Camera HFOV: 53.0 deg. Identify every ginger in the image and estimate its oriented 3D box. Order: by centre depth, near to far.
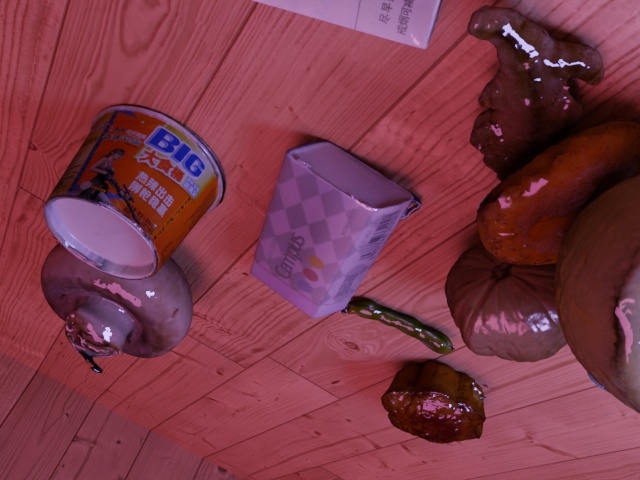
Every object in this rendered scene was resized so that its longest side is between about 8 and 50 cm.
[{"bbox_3d":[0.283,-0.175,0.858,0.166,0.080,0.333,-8,136,8],"label":"ginger"}]

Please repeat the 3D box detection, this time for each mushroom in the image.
[{"bbox_3d":[-0.478,0.149,1.474,0.362,0.294,0.362,16,143,13],"label":"mushroom"}]

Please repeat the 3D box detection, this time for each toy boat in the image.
[{"bbox_3d":[0.142,-0.052,1.116,0.038,0.038,0.083,34,141,-14],"label":"toy boat"}]

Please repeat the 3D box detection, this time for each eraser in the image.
[{"bbox_3d":[0.000,-0.001,1.196,0.213,0.082,0.397,34,144,8],"label":"eraser"}]

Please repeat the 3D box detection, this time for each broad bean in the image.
[{"bbox_3d":[0.170,0.181,1.379,0.256,0.052,0.052,22,-179,3],"label":"broad bean"}]

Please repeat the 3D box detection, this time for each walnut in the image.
[{"bbox_3d":[0.319,0.102,1.077,0.228,0.228,0.228,14,143,11],"label":"walnut"}]

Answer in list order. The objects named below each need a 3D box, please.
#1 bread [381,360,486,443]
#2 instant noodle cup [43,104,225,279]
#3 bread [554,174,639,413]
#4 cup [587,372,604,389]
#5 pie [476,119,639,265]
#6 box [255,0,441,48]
[{"bbox_3d":[0.281,0.393,1.511,0.232,0.135,0.246,-8,133,34],"label":"bread"},{"bbox_3d":[-0.352,-0.076,1.197,0.296,0.214,0.296,14,142,12],"label":"instant noodle cup"},{"bbox_3d":[0.446,0.068,0.788,0.321,0.237,0.320,4,116,8],"label":"bread"},{"bbox_3d":[0.530,0.149,1.046,0.167,0.173,0.299,1,137,28],"label":"cup"},{"bbox_3d":[0.346,-0.056,0.893,0.273,0.069,0.273,-11,143,-9],"label":"pie"},{"bbox_3d":[0.031,-0.349,0.778,0.256,0.069,0.164,18,143,6],"label":"box"}]
